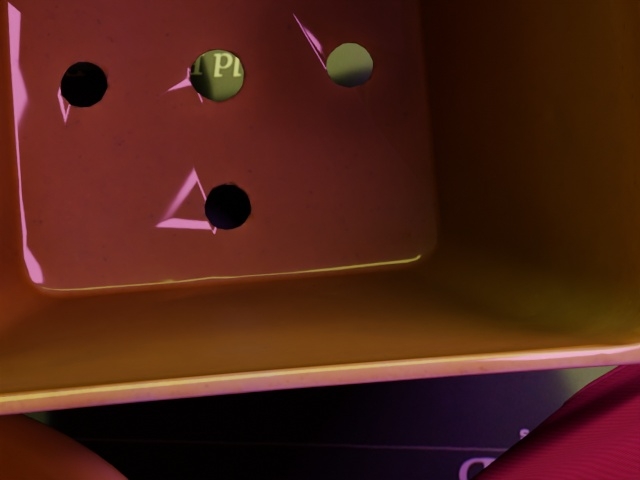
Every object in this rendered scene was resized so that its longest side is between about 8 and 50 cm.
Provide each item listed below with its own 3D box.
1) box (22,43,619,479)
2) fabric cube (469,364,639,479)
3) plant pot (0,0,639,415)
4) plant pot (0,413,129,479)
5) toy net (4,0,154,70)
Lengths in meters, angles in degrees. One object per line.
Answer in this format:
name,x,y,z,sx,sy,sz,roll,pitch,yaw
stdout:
box,0.000,0.000,0.692,0.343,0.179,0.313,1,60,8
fabric cube,0.145,0.130,0.316,0.259,0.254,0.258,-34,-4,37
plant pot,-0.029,-0.063,0.492,0.212,0.212,0.187,-5,-4,-2
plant pot,-0.140,0.201,0.439,0.254,0.239,0.254,-3,32,2
toy net,-0.161,-0.112,0.646,0.232,0.045,0.122,2,62,9
